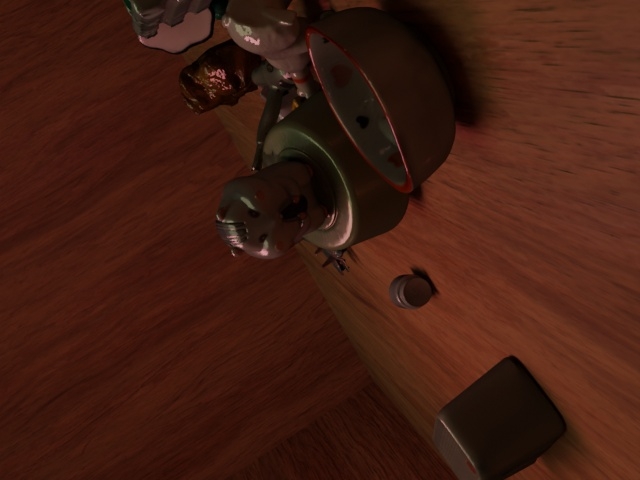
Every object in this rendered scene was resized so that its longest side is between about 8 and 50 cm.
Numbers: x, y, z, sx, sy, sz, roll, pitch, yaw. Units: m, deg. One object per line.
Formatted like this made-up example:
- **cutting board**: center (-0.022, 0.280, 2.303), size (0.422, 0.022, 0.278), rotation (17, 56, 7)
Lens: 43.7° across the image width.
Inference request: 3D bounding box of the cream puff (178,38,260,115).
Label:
- **cream puff**: center (-0.259, -0.439, 2.105), size (0.155, 0.241, 0.269), rotation (64, -158, -2)

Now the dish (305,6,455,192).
- **dish**: center (0.094, -0.199, 1.055), size (0.256, 0.117, 0.256), rotation (56, 174, 10)

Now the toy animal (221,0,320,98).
- **toy animal**: center (-0.056, -0.363, 1.404), size (0.282, 0.138, 0.141), rotation (19, -139, -63)

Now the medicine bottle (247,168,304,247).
- **medicine bottle**: center (-0.094, -0.111, 2.276), size (0.238, 0.231, 0.238), rotation (56, 172, 12)

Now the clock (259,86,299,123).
- **clock**: center (-0.079, -0.310, 1.915), size (0.176, 0.080, 0.117), rotation (52, 170, 44)

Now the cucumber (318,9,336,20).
- **cucumber**: center (0.022, -0.327, 1.338), size (0.032, 0.032, 0.133), rotation (54, 171, 30)

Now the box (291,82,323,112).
- **box**: center (0.049, -0.162, 1.659), size (0.302, 0.084, 0.193), rotation (57, 173, 3)

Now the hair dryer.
- **hair dryer**: center (-0.121, -0.294, 1.716), size (0.092, 0.267, 0.229), rotation (18, -164, -23)

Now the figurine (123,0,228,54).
- **figurine**: center (-0.384, -0.634, 1.995), size (0.231, 0.323, 0.340), rotation (-60, 36, 34)

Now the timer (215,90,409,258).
- **timer**: center (-0.045, -0.080, 1.418), size (0.290, 0.315, 0.291), rotation (34, 141, 33)

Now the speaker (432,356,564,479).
- **speaker**: center (0.347, 0.393, 1.629), size (0.183, 0.184, 0.406), rotation (55, 173, 22)

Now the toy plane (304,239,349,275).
- **toy plane**: center (0.006, -0.004, 2.591), size (0.223, 0.104, 0.326), rotation (62, 176, -24)

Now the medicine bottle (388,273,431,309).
- **medicine bottle**: center (0.206, 0.117, 1.817), size (0.080, 0.080, 0.130), rotation (58, 173, -2)

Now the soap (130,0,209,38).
- **soap**: center (-0.283, -0.537, 1.588), size (0.156, 0.261, 0.446), rotation (59, 174, -13)
